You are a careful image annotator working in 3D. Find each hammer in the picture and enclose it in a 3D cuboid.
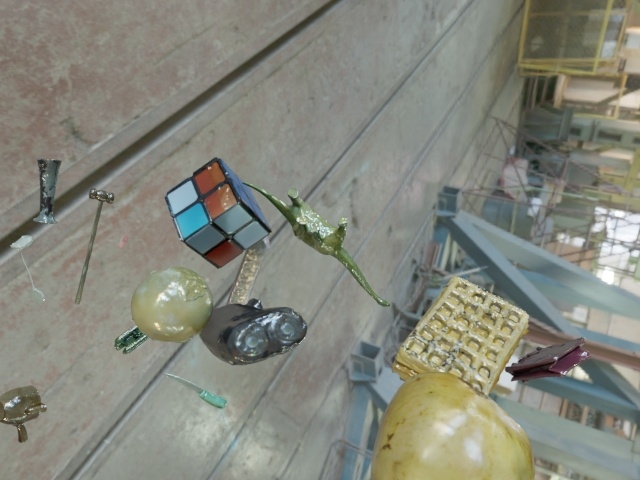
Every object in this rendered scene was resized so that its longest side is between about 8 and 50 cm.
[{"bbox_3d":[-0.577,0.016,1.339,0.058,0.029,0.292,14,85,-34],"label":"hammer"}]

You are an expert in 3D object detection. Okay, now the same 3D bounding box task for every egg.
[{"bbox_3d":[-0.309,0.134,1.136,0.201,0.164,0.164,16,89,-74],"label":"egg"}]

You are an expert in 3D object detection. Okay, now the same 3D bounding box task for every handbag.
[{"bbox_3d":[0.729,0.390,1.719,0.203,0.216,0.074,-15,78,-38],"label":"handbag"}]

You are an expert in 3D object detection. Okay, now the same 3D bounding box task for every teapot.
[{"bbox_3d":[-0.568,0.337,1.018,0.080,0.085,0.110,1,99,-59],"label":"teapot"}]

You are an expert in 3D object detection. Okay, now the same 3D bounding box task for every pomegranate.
[{"bbox_3d":[0.244,0.432,1.061,0.332,0.333,0.332,-42,140,-50],"label":"pomegranate"}]

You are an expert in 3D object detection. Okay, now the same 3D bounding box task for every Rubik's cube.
[{"bbox_3d":[-0.258,-0.068,1.348,0.180,0.183,0.167,-36,143,4],"label":"Rubik's cube"}]

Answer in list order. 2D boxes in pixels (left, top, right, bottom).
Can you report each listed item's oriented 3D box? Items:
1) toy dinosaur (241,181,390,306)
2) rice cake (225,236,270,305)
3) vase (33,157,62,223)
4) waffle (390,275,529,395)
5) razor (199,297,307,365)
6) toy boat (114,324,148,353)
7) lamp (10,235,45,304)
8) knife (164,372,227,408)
[{"bbox_3d":[0.000,0.000,1.383,0.087,0.447,0.301,-51,160,-14],"label":"toy dinosaur"},{"bbox_3d":[-0.228,0.142,1.561,0.070,0.064,0.399,-91,-158,-59],"label":"rice cake"},{"bbox_3d":[-0.712,-0.128,1.397,0.059,0.059,0.167,-8,107,-64],"label":"vase"},{"bbox_3d":[0.391,0.280,1.460,0.376,0.261,0.114,-41,152,-42],"label":"waffle"},{"bbox_3d":[-0.166,0.208,1.222,0.189,0.327,0.107,-16,94,-25],"label":"razor"},{"bbox_3d":[-0.651,0.330,1.948,0.210,0.104,0.052,-39,131,-22],"label":"toy boat"},{"bbox_3d":[-0.810,0.086,1.506,0.056,0.050,0.198,-56,144,-59],"label":"lamp"},{"bbox_3d":[-0.426,0.519,1.854,0.260,0.063,0.034,41,51,-31],"label":"knife"}]
